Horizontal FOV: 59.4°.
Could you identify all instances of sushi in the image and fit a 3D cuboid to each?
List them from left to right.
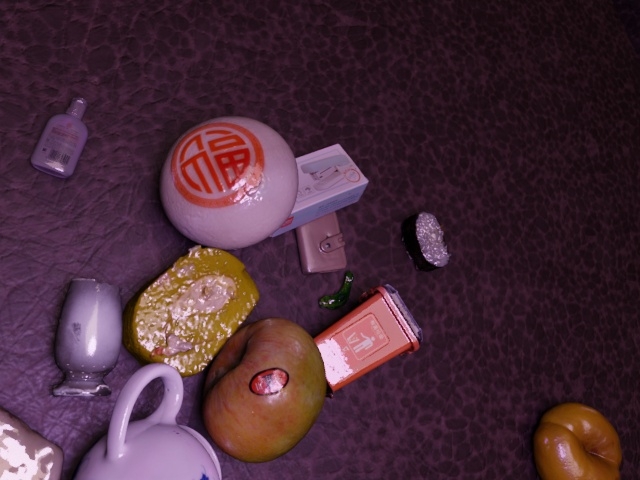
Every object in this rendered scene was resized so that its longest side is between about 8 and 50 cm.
[{"bbox_3d":[0.263,0.003,1.416,0.090,0.078,0.151,-18,85,-24],"label":"sushi"}]

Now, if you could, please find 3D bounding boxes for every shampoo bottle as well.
[{"bbox_3d":[-0.501,-0.206,1.102,0.079,0.040,0.165,21,66,-20],"label":"shampoo bottle"}]

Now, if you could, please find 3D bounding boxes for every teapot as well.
[{"bbox_3d":[-0.269,0.414,0.939,0.280,0.252,0.425,-19,107,-64],"label":"teapot"}]

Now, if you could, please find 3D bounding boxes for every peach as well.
[{"bbox_3d":[0.650,0.534,1.422,0.251,0.153,0.251,11,70,-32],"label":"peach"}]

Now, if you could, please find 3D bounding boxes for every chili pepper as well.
[{"bbox_3d":[0.047,0.124,1.293,0.118,0.035,0.056,-42,113,-26],"label":"chili pepper"}]

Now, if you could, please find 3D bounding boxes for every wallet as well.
[{"bbox_3d":[0.000,0.000,1.303,0.117,0.038,0.153,-7,77,-27],"label":"wallet"}]

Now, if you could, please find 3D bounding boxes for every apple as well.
[{"bbox_3d":[-0.105,0.276,1.050,0.194,0.260,0.261,45,60,-21],"label":"apple"}]

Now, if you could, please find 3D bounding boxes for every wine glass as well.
[{"bbox_3d":[-0.410,0.174,0.995,0.111,0.111,0.205,10,73,-25],"label":"wine glass"}]

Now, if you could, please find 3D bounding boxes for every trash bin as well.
[{"bbox_3d":[0.076,0.219,1.213,0.238,0.184,0.161,-30,83,-17],"label":"trash bin"}]

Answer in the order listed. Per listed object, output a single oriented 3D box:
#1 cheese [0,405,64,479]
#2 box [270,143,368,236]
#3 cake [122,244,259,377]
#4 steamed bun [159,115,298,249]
[{"bbox_3d":[-0.569,0.375,0.854,0.326,0.115,0.318,-11,80,-31],"label":"cheese"},{"bbox_3d":[-0.033,-0.116,1.276,0.269,0.079,0.135,-24,67,-30],"label":"box"},{"bbox_3d":[-0.251,0.129,1.074,0.179,0.156,0.260,47,58,-15],"label":"cake"},{"bbox_3d":[-0.186,-0.125,1.107,0.282,0.177,0.283,-2,72,5],"label":"steamed bun"}]
